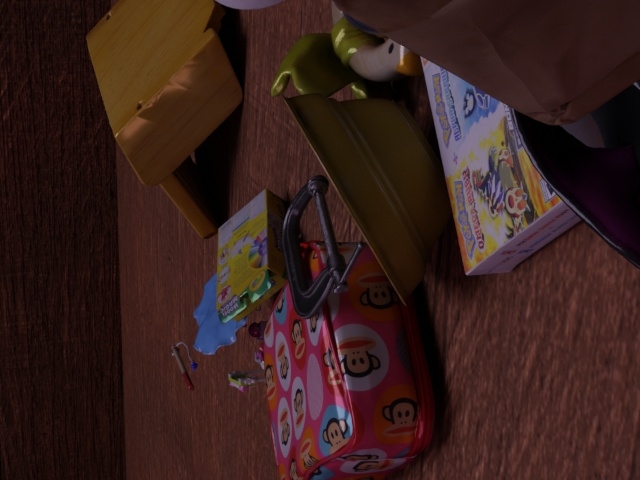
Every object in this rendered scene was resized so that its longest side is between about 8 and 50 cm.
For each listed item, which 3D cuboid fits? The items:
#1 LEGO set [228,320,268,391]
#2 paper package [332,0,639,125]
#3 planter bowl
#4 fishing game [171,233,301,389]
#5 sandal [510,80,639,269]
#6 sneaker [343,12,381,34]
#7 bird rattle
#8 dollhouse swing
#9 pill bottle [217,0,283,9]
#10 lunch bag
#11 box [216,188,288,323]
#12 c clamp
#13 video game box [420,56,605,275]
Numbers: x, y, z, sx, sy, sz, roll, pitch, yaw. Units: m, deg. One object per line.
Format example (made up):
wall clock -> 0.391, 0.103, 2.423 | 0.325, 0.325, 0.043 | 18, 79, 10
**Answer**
LEGO set -> -0.052, 0.126, 1.427 | 0.287, 0.107, 0.132 | 122, 140, -63
paper package -> 0.119, -0.260, 0.458 | 0.309, 0.168, 0.324 | -34, 53, 26
planter bowl -> 0.058, -0.057, 1.002 | 0.217, 0.090, 0.217 | 59, -179, -3
fishing game -> -0.116, 0.077, 1.569 | 0.264, 0.041, 0.189 | -56, 26, 6
sandal -> 0.183, -0.059, 0.625 | 0.167, 0.107, 0.445 | 113, 150, -53
sneaker -> 0.075, -0.208, 0.745 | 0.350, 0.131, 0.148 | -151, 52, -61
bird rattle -> 0.056, -0.237, 1.049 | 0.207, 0.143, 0.253 | 21, 102, 58
dollhouse swing -> -0.203, -0.236, 1.898 | 0.315, 0.305, 0.347 | -43, 37, 13
pill bottle -> -0.096, -0.321, 0.909 | 0.283, 0.160, 0.160 | 51, -160, -57
lunch bag -> 0.014, 0.125, 1.197 | 0.293, 0.120, 0.258 | 121, 141, -62
box -> -0.089, 0.026, 1.494 | 0.105, 0.043, 0.179 | -38, 33, 29
c clamp -> 0.000, 0.000, 1.071 | 0.160, 0.022, 0.137 | -108, 34, -44
video game box -> 0.142, -0.097, 0.857 | 0.187, 0.048, 0.205 | 125, 138, -67
